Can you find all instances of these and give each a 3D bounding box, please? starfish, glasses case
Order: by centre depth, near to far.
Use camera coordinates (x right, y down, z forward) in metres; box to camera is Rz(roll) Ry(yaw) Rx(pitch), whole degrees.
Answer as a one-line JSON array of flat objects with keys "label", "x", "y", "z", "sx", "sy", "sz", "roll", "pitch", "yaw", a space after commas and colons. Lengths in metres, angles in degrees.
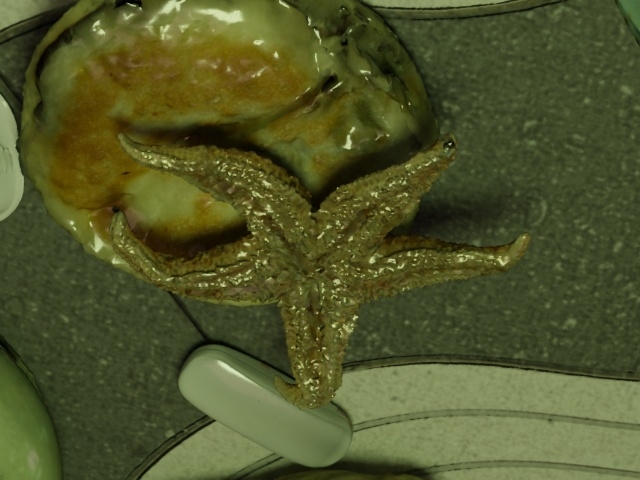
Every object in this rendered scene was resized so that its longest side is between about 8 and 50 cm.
[{"label": "starfish", "x": 0.001, "y": -0.003, "z": 1.494, "sx": 0.302, "sy": 0.060, "sz": 0.299, "roll": -17, "pitch": 124, "yaw": 17}, {"label": "glasses case", "x": -0.047, "y": 0.144, "z": 1.689, "sx": 0.164, "sy": 0.041, "sz": 0.063, "roll": 29, "pitch": 124, "yaw": -15}]

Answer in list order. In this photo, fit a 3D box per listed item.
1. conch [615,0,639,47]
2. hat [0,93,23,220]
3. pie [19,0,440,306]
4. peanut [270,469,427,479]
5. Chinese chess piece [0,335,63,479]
[{"label": "conch", "x": 0.348, "y": -0.186, "z": 1.325, "sx": 0.319, "sy": 0.215, "sz": 0.303, "roll": 5, "pitch": 135, "yaw": 3}, {"label": "hat", "x": -0.343, "y": -0.050, "z": 1.535, "sx": 0.203, "sy": 0.126, "sz": 0.203, "roll": 5, "pitch": 124, "yaw": 7}, {"label": "pie", "x": -0.072, "y": -0.079, "z": 1.519, "sx": 0.339, "sy": 0.077, "sz": 0.339, "roll": 0, "pitch": 130, "yaw": 0}, {"label": "peanut", "x": -0.037, "y": 0.282, "z": 1.718, "sx": 0.313, "sy": 0.152, "sz": 0.152, "roll": -13, "pitch": 122, "yaw": 12}, {"label": "Chinese chess piece", "x": -0.398, "y": 0.206, "z": 1.705, "sx": 0.349, "sy": 0.146, "sz": 0.349, "roll": 3, "pitch": 124, "yaw": 4}]
